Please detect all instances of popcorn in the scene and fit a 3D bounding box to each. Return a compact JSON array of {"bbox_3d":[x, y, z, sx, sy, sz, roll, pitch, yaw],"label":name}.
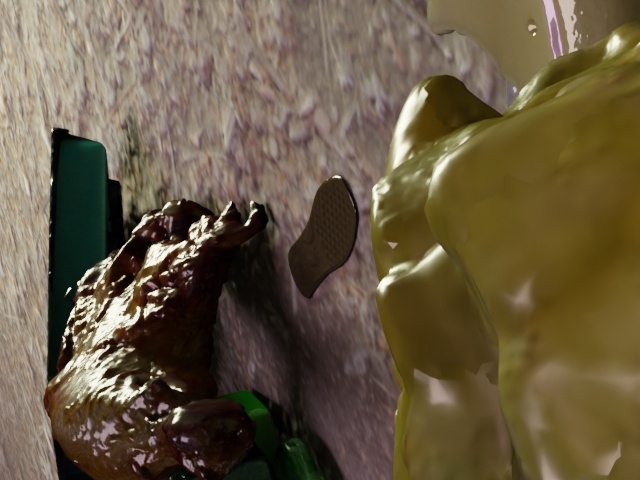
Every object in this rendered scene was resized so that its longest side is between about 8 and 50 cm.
[{"bbox_3d":[0.111,0.054,0.422,0.252,0.215,0.286,52,155,29],"label":"popcorn"}]

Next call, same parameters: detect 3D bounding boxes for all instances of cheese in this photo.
[{"bbox_3d":[0.081,-0.127,0.564,0.127,0.050,0.235,48,150,48],"label":"cheese"}]

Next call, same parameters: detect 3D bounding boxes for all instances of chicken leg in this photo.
[{"bbox_3d":[-0.094,0.066,0.992,0.177,0.083,0.322,-42,25,27],"label":"chicken leg"}]

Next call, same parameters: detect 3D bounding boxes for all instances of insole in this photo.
[{"bbox_3d":[0.000,0.000,0.929,0.045,0.002,0.135,67,158,14],"label":"insole"}]

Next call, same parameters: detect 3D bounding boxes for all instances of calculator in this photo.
[{"bbox_3d":[-0.179,0.073,1.247,0.274,0.058,0.248,97,169,-55],"label":"calculator"}]

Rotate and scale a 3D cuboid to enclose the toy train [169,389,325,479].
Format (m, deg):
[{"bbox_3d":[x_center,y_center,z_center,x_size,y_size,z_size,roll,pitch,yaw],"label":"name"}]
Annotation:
[{"bbox_3d":[-0.061,0.222,1.092,0.188,0.132,0.243,-150,47,-69],"label":"toy train"}]
